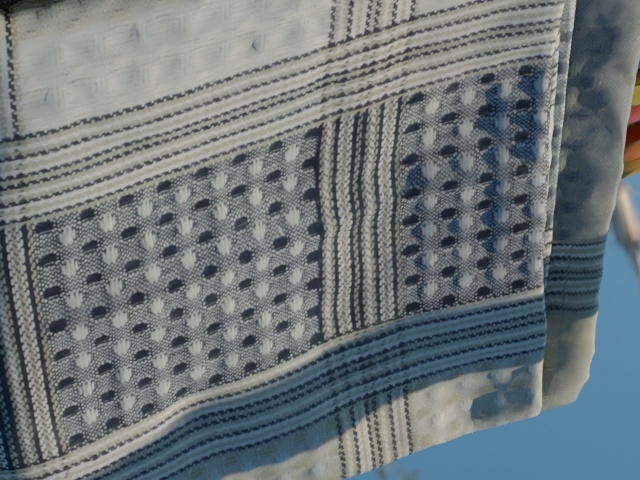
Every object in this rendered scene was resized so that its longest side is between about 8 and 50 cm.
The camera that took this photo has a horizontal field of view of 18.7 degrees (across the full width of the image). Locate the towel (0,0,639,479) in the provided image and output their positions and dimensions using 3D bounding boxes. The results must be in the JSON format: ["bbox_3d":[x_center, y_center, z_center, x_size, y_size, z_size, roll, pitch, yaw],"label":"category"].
[{"bbox_3d":[0.000,0.000,0.847,0.324,0.312,0.056,-17,-142,-22],"label":"towel"}]

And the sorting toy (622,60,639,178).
[{"bbox_3d":[0.297,-0.119,1.636,0.208,0.193,0.038,-19,-119,10],"label":"sorting toy"}]
